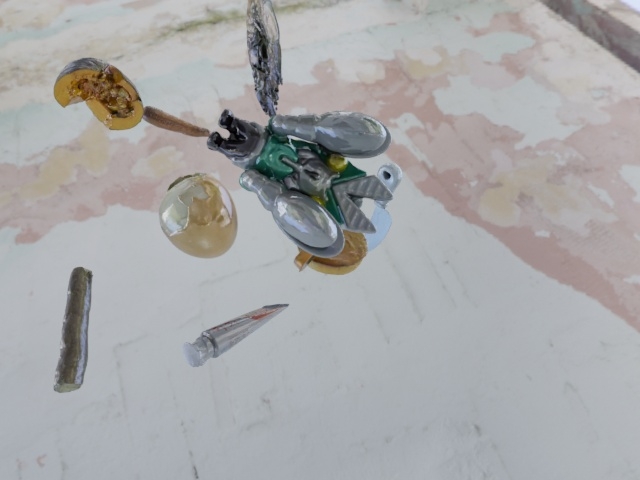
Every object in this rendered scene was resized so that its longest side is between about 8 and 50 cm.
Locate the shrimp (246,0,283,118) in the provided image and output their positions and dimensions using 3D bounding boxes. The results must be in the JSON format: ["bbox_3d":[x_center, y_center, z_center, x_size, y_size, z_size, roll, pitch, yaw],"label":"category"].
[{"bbox_3d":[-0.129,-0.452,1.302,0.071,0.365,0.233,-12,-143,-13],"label":"shrimp"}]

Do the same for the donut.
[{"bbox_3d":[0.027,0.021,1.334,0.178,0.065,0.162,24,-132,15],"label":"donut"}]

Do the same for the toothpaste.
[{"bbox_3d":[-0.167,0.179,1.082,0.089,0.057,0.234,-10,-170,44],"label":"toothpaste"}]

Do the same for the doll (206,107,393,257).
[{"bbox_3d":[-0.023,-0.078,0.726,0.258,0.195,0.153,0,-173,-9],"label":"doll"}]

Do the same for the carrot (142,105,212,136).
[{"bbox_3d":[-0.472,-0.383,1.777,0.248,0.059,0.059,15,-143,-32],"label":"carrot"}]

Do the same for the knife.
[{"bbox_3d":[0.179,-0.078,1.578,0.080,0.331,0.044,31,-138,24],"label":"knife"}]

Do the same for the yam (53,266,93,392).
[{"bbox_3d":[-0.527,0.187,1.154,0.061,0.061,0.274,-8,-121,-2],"label":"yam"}]

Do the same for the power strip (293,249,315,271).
[{"bbox_3d":[0.000,0.000,1.249,0.028,0.049,0.178,39,-107,10],"label":"power strip"}]

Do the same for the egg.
[{"bbox_3d":[-0.317,-0.058,1.424,0.201,0.244,0.201,-17,-142,14],"label":"egg"}]

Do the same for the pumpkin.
[{"bbox_3d":[-0.474,-0.325,1.158,0.119,0.183,0.107,-37,-130,21],"label":"pumpkin"}]
